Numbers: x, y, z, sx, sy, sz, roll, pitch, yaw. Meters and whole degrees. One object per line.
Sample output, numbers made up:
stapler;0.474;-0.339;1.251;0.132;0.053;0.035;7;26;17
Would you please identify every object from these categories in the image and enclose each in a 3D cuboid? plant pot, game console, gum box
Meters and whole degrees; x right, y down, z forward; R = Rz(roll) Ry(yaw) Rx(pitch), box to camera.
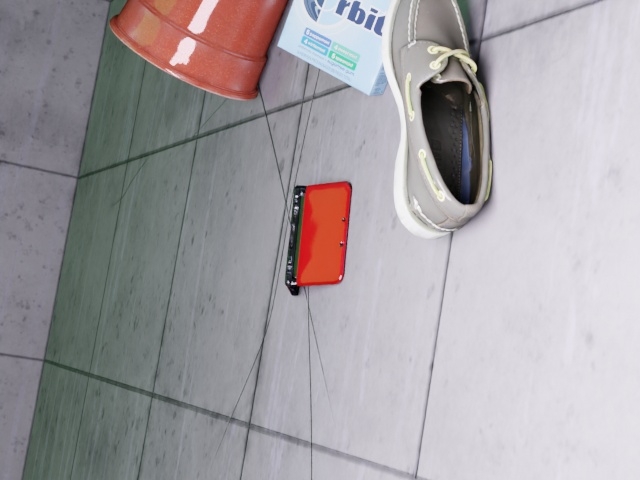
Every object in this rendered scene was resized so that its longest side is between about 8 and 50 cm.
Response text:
plant pot;-0.165;-0.411;1.872;0.265;0.272;0.272;-61;29;18
game console;0.000;0.000;1.594;0.124;0.085;0.144;71;-156;-75
gum box;0.043;-0.305;1.498;0.157;0.041;0.184;32;113;22

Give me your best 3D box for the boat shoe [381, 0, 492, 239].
boat shoe;0.135;-0.158;1.264;0.091;0.109;0.305;-27;61;60
